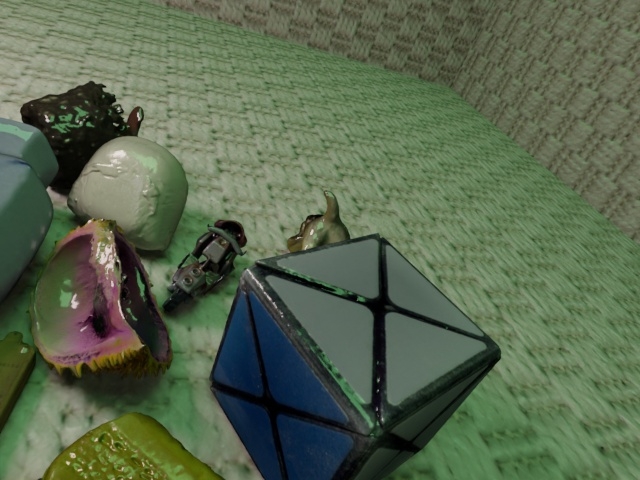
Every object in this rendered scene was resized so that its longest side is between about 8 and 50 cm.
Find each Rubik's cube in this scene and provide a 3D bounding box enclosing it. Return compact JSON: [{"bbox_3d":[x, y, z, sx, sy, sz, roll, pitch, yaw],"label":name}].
[{"bbox_3d":[0.035,0.171,0.595,0.254,0.260,0.259,-14,51,-41],"label":"Rubik's cube"}]

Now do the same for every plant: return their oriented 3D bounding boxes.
[{"bbox_3d":[-0.461,-0.209,0.897,0.204,0.178,0.234,39,44,27],"label":"plant"}]

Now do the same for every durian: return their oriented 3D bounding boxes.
[{"bbox_3d":[-0.313,0.095,0.619,0.186,0.154,0.261,-11,48,-8],"label":"durian"}]

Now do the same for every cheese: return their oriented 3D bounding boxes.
[{"bbox_3d":[-0.340,-0.094,0.822,0.198,0.189,0.154,25,2,2],"label":"cheese"}]

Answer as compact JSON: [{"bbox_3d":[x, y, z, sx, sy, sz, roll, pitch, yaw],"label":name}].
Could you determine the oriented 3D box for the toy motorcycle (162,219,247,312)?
[{"bbox_3d":[-0.192,0.037,0.770,0.082,0.122,0.213,36,35,-5],"label":"toy motorcycle"}]

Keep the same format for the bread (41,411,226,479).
[{"bbox_3d":[-0.112,0.329,0.421,0.383,0.112,0.166,30,33,13],"label":"bread"}]

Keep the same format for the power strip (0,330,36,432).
[{"bbox_3d":[-0.390,0.224,0.469,0.064,0.044,0.305,13,34,-15],"label":"power strip"}]

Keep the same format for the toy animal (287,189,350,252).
[{"bbox_3d":[-0.002,0.016,0.872,0.121,0.233,0.169,5,77,-7],"label":"toy animal"}]

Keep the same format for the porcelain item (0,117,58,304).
[{"bbox_3d":[-0.516,-0.017,0.605,0.242,0.179,0.405,10,39,-20],"label":"porcelain item"}]
